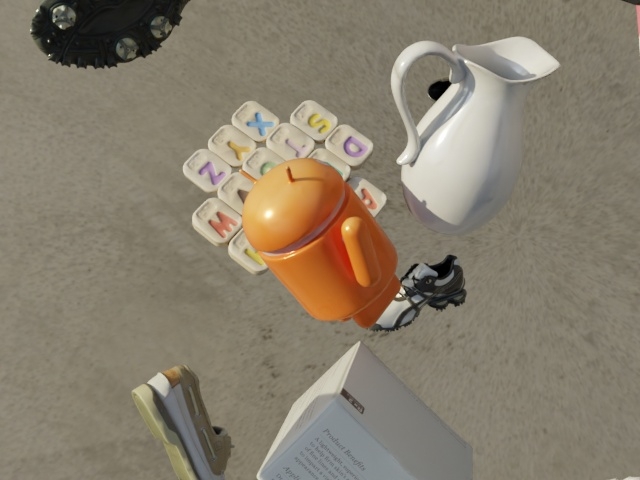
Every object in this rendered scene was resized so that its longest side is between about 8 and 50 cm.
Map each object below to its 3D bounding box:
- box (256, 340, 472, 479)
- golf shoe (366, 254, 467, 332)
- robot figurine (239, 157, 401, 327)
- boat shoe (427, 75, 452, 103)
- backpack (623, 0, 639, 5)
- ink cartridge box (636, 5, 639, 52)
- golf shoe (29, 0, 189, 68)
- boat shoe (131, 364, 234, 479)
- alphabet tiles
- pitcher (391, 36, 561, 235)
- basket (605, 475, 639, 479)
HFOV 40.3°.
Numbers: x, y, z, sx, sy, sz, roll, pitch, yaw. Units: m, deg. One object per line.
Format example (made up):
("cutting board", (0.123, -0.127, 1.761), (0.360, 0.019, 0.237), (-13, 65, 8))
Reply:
("box", (0.054, 0.227, 0.893), (0.181, 0.182, 0.119), (44, 106, -1))
("golf shoe", (0.143, 0.079, 1.400), (0.198, 0.077, 0.094), (-21, 126, -22))
("robot figurine", (0.001, 0.000, 0.955), (0.128, 0.158, 0.219), (-32, 119, 14))
("boat shoe", (0.258, -0.255, 1.524), (0.076, 0.228, 0.080), (-6, 110, -19))
("backpack", (0.095, -0.216, 0.242), (0.213, 0.276, 0.263), (15, 121, -17))
("ink cartridge box", (0.348, -0.243, 0.662), (0.117, 0.283, 0.207), (7, 62, 1))
("golf shoe", (-0.190, -0.273, 0.928), (0.273, 0.105, 0.120), (-36, 39, -20))
("boat shoe", (-0.195, 0.349, 1.445), (0.103, 0.113, 0.302), (-32, 108, -25))
("alphabet tiles", (-0.054, -0.086, 1.317), (0.278, 0.021, 0.284), (38, 69, 11))
("pitcher", (0.139, -0.112, 0.928), (0.178, 0.125, 0.207), (3, 126, -20))
("basket", (0.148, 0.159, 0.326), (0.113, 0.167, 0.103), (13, 74, 17))
